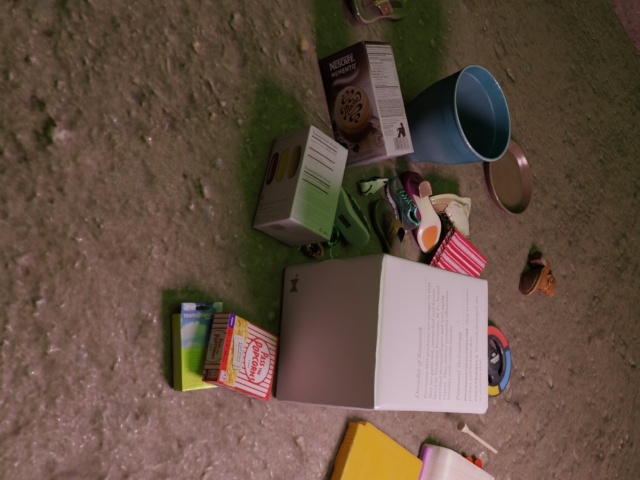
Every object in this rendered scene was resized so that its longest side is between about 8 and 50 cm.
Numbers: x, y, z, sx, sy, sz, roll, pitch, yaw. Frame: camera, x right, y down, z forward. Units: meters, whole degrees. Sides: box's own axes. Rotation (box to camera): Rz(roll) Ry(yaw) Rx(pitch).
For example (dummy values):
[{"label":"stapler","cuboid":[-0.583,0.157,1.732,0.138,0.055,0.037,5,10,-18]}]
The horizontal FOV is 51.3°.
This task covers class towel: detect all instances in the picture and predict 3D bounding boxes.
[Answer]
[{"label":"towel","cuboid":[0.387,0.121,1.981,0.199,0.031,0.274,40,74,-33]}]

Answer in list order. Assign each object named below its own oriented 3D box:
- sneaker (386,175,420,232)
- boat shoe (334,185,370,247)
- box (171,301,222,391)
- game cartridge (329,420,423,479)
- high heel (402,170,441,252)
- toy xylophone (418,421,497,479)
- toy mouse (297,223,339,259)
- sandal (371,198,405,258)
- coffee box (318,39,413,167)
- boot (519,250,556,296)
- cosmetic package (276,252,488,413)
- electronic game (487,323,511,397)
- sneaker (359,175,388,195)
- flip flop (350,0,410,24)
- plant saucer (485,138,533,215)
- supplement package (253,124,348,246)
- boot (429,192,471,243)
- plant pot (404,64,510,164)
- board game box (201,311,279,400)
[{"label":"sneaker","cuboid":[0.242,-0.105,1.896,0.065,0.076,0.166,-24,99,-44]},{"label":"boat shoe","cuboid":[0.058,-0.082,1.727,0.219,0.078,0.070,57,27,-15]},{"label":"box","cuboid":[-0.255,0.220,1.395,0.109,0.042,0.178,4,81,-44]},{"label":"game cartridge","cuboid":[0.123,0.654,1.683,0.285,0.053,0.323,43,54,-30]},{"label":"high heel","cuboid":[0.286,-0.084,1.960,0.082,0.117,0.244,-24,119,-12]},{"label":"toy xylophone","cuboid":[0.409,0.671,1.921,0.322,0.081,0.236,47,55,-28]},{"label":"toy mouse","cuboid":[0.000,0.000,1.679,0.161,0.031,0.143,-47,122,-34]},{"label":"sandal","cuboid":[0.203,-0.013,1.854,0.090,0.060,0.219,-19,96,-44]},{"label":"coffee box","cuboid":[0.119,-0.356,1.759,0.119,0.168,0.297,-14,92,-44]},{"label":"boot","cuboid":[0.784,0.155,2.372,0.152,0.073,0.197,51,55,-30]},{"label":"cosmetic package","cuboid":[0.152,0.231,1.581,0.394,0.329,0.327,14,74,-40]},{"label":"electronic game","cuboid":[0.539,0.381,2.116,0.229,0.048,0.229,8,78,-42]},{"label":"sneaker","cuboid":[0.146,-0.152,1.846,0.109,0.040,0.043,-17,112,-40]},{"label":"flip flop","cuboid":[0.182,-0.689,1.932,0.277,0.080,0.112,-16,94,-44]},{"label":"plant saucer","cuboid":[0.656,-0.220,2.332,0.278,0.041,0.277,8,78,-43]},{"label":"supplement package","cuboid":[-0.045,-0.126,1.585,0.134,0.139,0.244,28,63,-38]},{"label":"boot","cuboid":[0.390,-0.056,2.031,0.213,0.077,0.165,3,83,-43]},{"label":"plant pot","cuboid":[0.365,-0.335,1.927,0.272,0.255,0.271,10,76,-42]},{"label":"board game box","cuboid":[-0.167,0.252,1.431,0.193,0.045,0.146,38,53,-53]}]
